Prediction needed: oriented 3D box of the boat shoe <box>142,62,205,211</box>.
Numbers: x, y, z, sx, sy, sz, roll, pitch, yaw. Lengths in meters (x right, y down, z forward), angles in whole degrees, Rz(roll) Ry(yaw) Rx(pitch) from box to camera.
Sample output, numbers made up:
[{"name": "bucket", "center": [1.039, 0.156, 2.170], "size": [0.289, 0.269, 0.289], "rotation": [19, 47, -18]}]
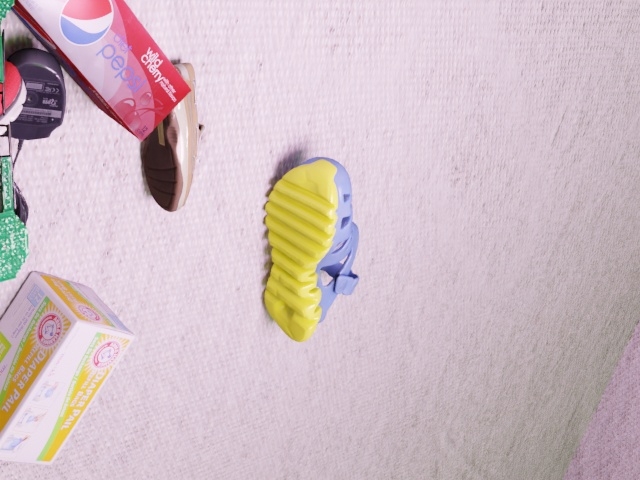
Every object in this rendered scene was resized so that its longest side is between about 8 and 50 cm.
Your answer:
[{"name": "boat shoe", "center": [-0.167, -0.123, 1.268], "size": [0.072, 0.068, 0.190], "rotation": [-34, 143, -41]}]

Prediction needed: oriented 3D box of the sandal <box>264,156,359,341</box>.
[{"name": "sandal", "center": [0.000, 0.000, 1.526], "size": [0.138, 0.126, 0.317], "rotation": [-30, 149, -32]}]

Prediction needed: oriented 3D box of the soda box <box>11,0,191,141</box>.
[{"name": "soda box", "center": [-0.239, -0.218, 1.072], "size": [0.083, 0.092, 0.263], "rotation": [-48, 145, -8]}]

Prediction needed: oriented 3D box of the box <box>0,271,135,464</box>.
[{"name": "box", "center": [-0.339, 0.157, 1.285], "size": [0.203, 0.114, 0.103], "rotation": [-56, 145, 6]}]

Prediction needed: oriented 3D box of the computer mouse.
[{"name": "computer mouse", "center": [-0.324, -0.103, 1.135], "size": [0.071, 0.041, 0.242], "rotation": [6, 127, -26]}]

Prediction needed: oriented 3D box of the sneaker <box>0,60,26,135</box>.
[{"name": "sneaker", "center": [-0.403, -0.123, 0.962], "size": [0.279, 0.107, 0.118], "rotation": [-23, 129, -27]}]

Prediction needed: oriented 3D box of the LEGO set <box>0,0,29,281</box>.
[{"name": "LEGO set", "center": [-0.386, -0.097, 0.858], "size": [0.255, 0.192, 0.331], "rotation": [-34, 125, -58]}]
